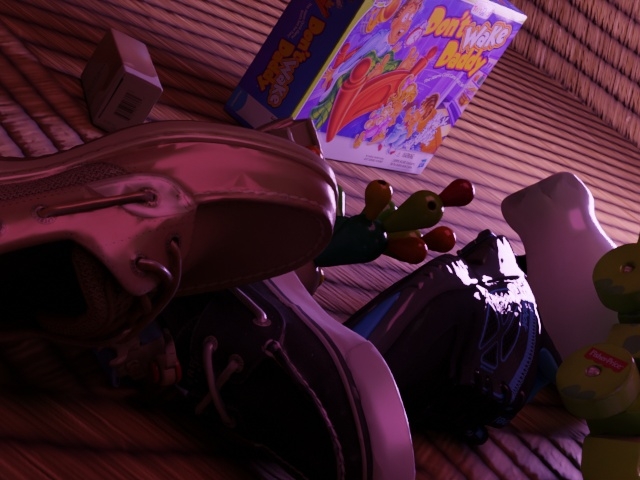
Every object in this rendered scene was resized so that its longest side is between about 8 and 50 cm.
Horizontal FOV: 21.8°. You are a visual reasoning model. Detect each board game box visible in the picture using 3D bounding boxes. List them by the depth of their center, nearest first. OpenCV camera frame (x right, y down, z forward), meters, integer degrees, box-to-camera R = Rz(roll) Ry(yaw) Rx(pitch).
[{"bbox_3d":[0.070,-0.202,1.848,0.078,0.233,0.347,41,18,26],"label":"board game box"}]

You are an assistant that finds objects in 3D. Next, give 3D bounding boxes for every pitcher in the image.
[{"bbox_3d":[0.264,0.056,1.608,0.177,0.125,0.207,24,43,-58],"label":"pitcher"}]

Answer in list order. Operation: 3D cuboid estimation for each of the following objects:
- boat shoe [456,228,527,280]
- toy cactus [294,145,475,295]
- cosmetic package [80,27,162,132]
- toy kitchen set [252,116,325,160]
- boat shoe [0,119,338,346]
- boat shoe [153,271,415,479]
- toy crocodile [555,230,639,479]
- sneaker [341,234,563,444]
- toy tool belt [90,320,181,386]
[{"bbox_3d":[0.227,0.055,1.695,0.233,0.079,0.084,24,17,-37],"label":"boat shoe"},{"bbox_3d":[0.000,0.000,1.288,0.219,0.112,0.180,-2,24,47],"label":"toy cactus"},{"bbox_3d":[-0.181,-0.142,1.495,0.041,0.060,0.115,26,16,-25],"label":"cosmetic package"},{"bbox_3d":[-0.047,-0.075,1.631,0.068,0.075,0.083,-26,14,-30],"label":"toy kitchen set"},{"bbox_3d":[-0.134,0.013,0.948,0.341,0.122,0.110,-6,48,-27],"label":"boat shoe"},{"bbox_3d":[-0.044,0.077,1.048,0.102,0.108,0.301,-4,36,-28],"label":"boat shoe"},{"bbox_3d":[0.279,0.101,1.398,0.115,0.105,0.341,66,35,-33],"label":"toy crocodile"},{"bbox_3d":[0.103,0.088,1.267,0.140,0.125,0.341,58,29,6],"label":"sneaker"},{"bbox_3d":[-0.125,0.068,1.029,0.051,0.052,0.083,-12,35,-25],"label":"toy tool belt"}]
